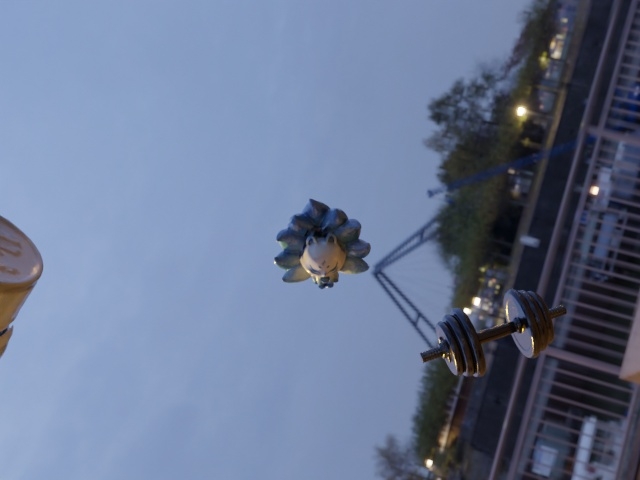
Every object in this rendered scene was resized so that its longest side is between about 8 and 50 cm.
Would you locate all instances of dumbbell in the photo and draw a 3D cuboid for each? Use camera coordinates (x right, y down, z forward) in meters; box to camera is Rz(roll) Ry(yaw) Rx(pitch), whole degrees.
[{"bbox_3d":[0.233,0.125,1.116,0.099,0.208,0.099,162,90,-84],"label":"dumbbell"}]

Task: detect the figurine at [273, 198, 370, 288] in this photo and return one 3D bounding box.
[{"bbox_3d":[0.000,0.000,0.923,0.079,0.114,0.114,-84,-1,-52],"label":"figurine"}]

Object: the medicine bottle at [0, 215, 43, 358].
[{"bbox_3d":[-0.369,0.096,0.756,0.258,0.143,0.143,-52,-7,15],"label":"medicine bottle"}]
